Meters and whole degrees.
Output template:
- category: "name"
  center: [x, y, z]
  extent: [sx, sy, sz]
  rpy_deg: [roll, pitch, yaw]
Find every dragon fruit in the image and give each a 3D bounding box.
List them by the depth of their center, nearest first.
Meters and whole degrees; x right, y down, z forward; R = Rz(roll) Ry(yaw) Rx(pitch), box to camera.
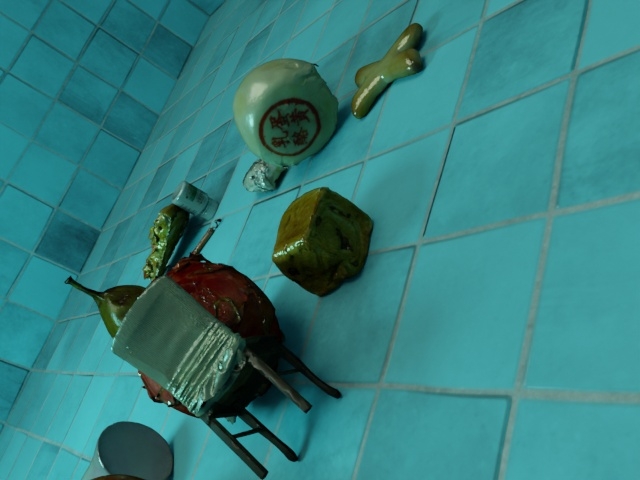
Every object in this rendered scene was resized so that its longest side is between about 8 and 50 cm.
- category: "dragon fruit"
  center: [-0.217, 0.186, 1.211]
  extent: [0.296, 0.295, 0.301]
  rpy_deg: [-55, 35, 6]

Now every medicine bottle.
- category: "medicine bottle"
  center: [-0.390, -0.122, 1.978]
  extent: [0.080, 0.130, 0.080]
  rpy_deg: [-41, 32, 33]

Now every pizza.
- category: "pizza"
  center: [-0.495, -0.011, 2.058]
  extent: [0.251, 0.073, 0.288]
  rpy_deg: [-66, -1, -63]

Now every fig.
- category: "fig"
  center: [-0.581, 0.177, 1.856]
  extent: [0.190, 0.290, 0.191]
  rpy_deg: [-30, 17, 10]

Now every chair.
- category: "chair"
  center: [-0.149, 0.209, 1.015]
  extent: [0.319, 0.186, 0.160]
  rpy_deg: [35, 94, 20]

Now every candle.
- category: "candle"
  center: [-0.350, -0.002, 1.909]
  extent: [0.167, 0.021, 0.026]
  rpy_deg: [-53, 28, 11]

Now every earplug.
- category: "earplug"
  center: [-0.469, 0.564, 1.404]
  extent: [0.301, 0.172, 0.172]
  rpy_deg: [-55, 26, 22]

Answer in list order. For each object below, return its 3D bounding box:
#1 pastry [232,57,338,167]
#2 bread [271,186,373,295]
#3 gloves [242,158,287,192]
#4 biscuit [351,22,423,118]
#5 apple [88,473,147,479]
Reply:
- category: "pastry"
  center: [-0.082, -0.305, 1.526]
  extent: [0.265, 0.264, 0.133]
  rpy_deg: [-52, 39, 12]
- category: "bread"
  center: [0.000, 0.000, 1.198]
  extent: [0.143, 0.149, 0.158]
  rpy_deg: [-26, 35, 43]
- category: "gloves"
  center: [-0.157, -0.182, 1.716]
  extent: [0.153, 0.070, 0.115]
  rpy_deg: [8, 69, 63]
- category: "biscuit"
  center: [0.149, -0.388, 1.444]
  extent: [0.207, 0.047, 0.164]
  rpy_deg: [-33, 36, 41]
- category: "apple"
  center: [-0.339, 0.546, 1.071]
  extent: [0.301, 0.301, 0.302]
  rpy_deg: [-40, 32, 32]
